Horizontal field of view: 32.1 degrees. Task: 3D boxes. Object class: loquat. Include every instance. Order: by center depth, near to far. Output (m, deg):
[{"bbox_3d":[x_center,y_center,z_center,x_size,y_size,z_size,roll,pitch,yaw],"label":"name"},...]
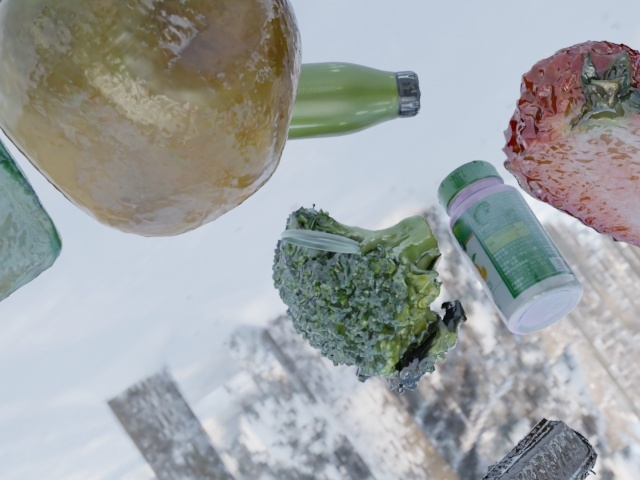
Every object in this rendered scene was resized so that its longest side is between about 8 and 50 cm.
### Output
[{"bbox_3d":[-0.158,-0.147,0.960,0.284,0.276,0.276,21,138,-26],"label":"loquat"}]

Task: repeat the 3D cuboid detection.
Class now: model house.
[{"bbox_3d":[-0.556,-0.069,1.506,0.245,0.280,0.312,-40,131,-17],"label":"model house"}]

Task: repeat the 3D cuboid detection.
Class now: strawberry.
[{"bbox_3d":[0.236,-0.091,0.899,0.236,0.175,0.106,87,12,-66],"label":"strawberry"}]

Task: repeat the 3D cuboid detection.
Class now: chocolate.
[{"bbox_3d":[0.246,0.275,1.297,0.329,0.102,0.065,-15,130,-61],"label":"chocolate"}]

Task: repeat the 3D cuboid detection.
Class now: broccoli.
[{"bbox_3d":[0.070,0.089,1.730,0.272,0.324,0.334,-21,129,5],"label":"broccoli"}]

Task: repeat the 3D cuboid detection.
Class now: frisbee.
[{"bbox_3d":[0.000,0.000,1.509,0.110,0.110,0.014,90,10,-82],"label":"frisbee"}]

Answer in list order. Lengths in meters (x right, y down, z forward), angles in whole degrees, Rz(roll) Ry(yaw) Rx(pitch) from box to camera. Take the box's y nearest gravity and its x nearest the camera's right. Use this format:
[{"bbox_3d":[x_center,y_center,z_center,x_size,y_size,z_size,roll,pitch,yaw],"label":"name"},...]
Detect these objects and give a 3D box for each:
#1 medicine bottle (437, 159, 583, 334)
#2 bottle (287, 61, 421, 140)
[{"bbox_3d":[0.290,0.004,1.749,0.133,0.274,0.133,-19,149,-12],"label":"medicine bottle"},{"bbox_3d":[0.015,-0.207,1.637,0.260,0.112,0.112,-4,169,-3],"label":"bottle"}]
